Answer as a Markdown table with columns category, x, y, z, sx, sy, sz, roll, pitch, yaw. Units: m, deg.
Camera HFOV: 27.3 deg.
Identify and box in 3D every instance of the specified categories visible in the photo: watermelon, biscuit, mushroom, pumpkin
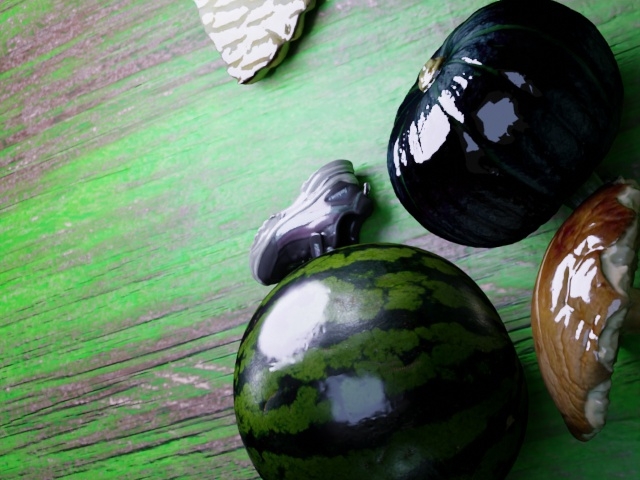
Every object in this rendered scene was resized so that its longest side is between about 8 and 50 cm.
| category | x | y | z | sx | sy | sz | roll | pitch | yaw |
| --- | --- | --- | --- | --- | --- | --- | --- | --- | --- |
| watermelon | 0.058 | 0.144 | 1.248 | 0.285 | 0.285 | 0.285 | -4 | 83 | 31 |
| biscuit | -0.083 | -0.326 | 1.526 | 0.187 | 0.036 | 0.273 | -36 | 67 | 24 |
| mushroom | 0.311 | 0.055 | 1.114 | 0.301 | 0.208 | 0.233 | -10 | 63 | 42 |
| pumpkin | 0.196 | -0.093 | 1.236 | 0.248 | 0.248 | 0.248 | -4 | 83 | 31 |

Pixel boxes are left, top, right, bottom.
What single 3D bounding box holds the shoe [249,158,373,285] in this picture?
| category | x | y | z | sx | sy | sz | roll | pitch | yaw |
| --- | --- | --- | --- | --- | --- | --- | --- | --- | --- |
| shoe | 0.000 | 0.000 | 1.422 | 0.169 | 0.071 | 0.099 | -50 | 65 | 14 |
